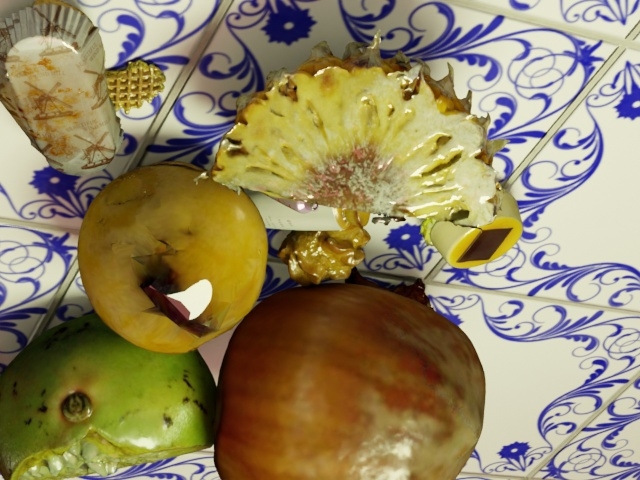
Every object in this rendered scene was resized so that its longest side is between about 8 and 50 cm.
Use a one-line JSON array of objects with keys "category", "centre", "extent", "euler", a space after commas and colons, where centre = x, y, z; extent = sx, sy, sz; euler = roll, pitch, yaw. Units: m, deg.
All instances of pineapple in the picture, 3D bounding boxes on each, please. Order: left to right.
[{"category": "pineapple", "centre": [0.042, -0.151, 1.779], "extent": [0.344, 0.286, 0.209], "euler": [9, 102, -4]}]

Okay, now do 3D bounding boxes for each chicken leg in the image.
[{"category": "chicken leg", "centre": [0.086, 0.080, 2.170], "extent": [0.205, 0.053, 0.093], "euler": [16, 116, -42]}]

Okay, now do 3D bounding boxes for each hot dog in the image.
[{"category": "hot dog", "centre": [-0.287, -0.163, 1.703], "extent": [0.131, 0.069, 0.252], "euler": [-9, 142, 3]}]

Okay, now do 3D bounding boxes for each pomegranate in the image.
[{"category": "pomegranate", "centre": [-0.290, 0.209, 2.111], "extent": [0.310, 0.216, 0.358], "euler": [-15, 174, 7]}]

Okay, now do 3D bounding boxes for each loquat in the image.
[{"category": "loquat", "centre": [-0.179, 0.018, 1.852], "extent": [0.235, 0.235, 0.235], "euler": [-8, 144, -6]}]

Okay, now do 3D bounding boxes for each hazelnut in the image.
[{"category": "hazelnut", "centre": [0.029, 0.217, 2.003], "extent": [0.366, 0.365, 0.365], "euler": [-8, 144, -6]}]

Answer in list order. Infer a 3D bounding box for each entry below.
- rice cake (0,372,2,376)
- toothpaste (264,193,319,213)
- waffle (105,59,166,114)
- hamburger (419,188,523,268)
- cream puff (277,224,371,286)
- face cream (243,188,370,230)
[{"category": "rice cake", "centre": [-0.451, 0.260, 2.196], "extent": [0.050, 0.106, 0.298], "euler": [-10, 146, 14]}, {"category": "toothpaste", "centre": [-0.056, -0.064, 1.856], "extent": [0.045, 0.170, 0.028], "euler": [20, 94, -42]}, {"category": "waffle", "centre": [-0.219, -0.176, 1.757], "extent": [0.085, 0.016, 0.078], "euler": [-22, 144, 13]}, {"category": "hamburger", "centre": [0.197, -0.023, 2.039], "extent": [0.141, 0.081, 0.126], "euler": [-13, 148, -20]}, {"category": "cream puff", "centre": [0.000, 0.000, 1.979], "extent": [0.094, 0.116, 0.122], "euler": [22, 114, -42]}, {"category": "face cream", "centre": [-0.028, -0.041, 1.917], "extent": [0.182, 0.051, 0.072], "euler": [1, 146, 22]}]
